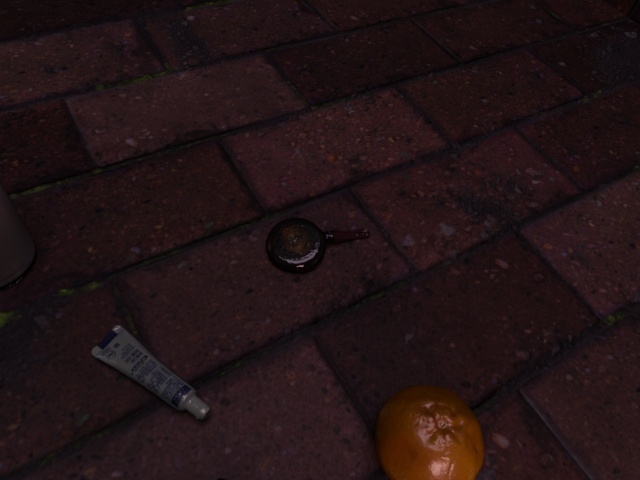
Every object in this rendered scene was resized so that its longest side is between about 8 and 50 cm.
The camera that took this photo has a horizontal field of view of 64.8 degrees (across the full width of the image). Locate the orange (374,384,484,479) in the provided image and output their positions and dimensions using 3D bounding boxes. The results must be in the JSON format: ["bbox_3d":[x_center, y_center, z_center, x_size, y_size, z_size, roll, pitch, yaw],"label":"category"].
[{"bbox_3d":[0.155,0.279,0.712,0.158,0.136,0.159,4,50,-5],"label":"orange"}]

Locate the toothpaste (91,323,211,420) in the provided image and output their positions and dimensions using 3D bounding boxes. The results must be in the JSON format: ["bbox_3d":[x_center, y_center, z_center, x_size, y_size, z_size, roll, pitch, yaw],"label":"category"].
[{"bbox_3d":[-0.253,0.203,0.766,0.216,0.037,0.062,29,55,17],"label":"toothpaste"}]

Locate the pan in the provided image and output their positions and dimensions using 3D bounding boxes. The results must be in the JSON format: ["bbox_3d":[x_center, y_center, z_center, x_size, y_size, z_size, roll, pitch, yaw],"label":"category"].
[{"bbox_3d":[0.001,-0.002,0.957,0.211,0.040,0.115,-11,62,-16],"label":"pan"}]

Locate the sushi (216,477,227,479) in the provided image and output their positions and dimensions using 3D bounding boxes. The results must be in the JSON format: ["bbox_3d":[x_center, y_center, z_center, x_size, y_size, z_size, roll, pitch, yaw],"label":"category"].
[{"bbox_3d":[-0.229,0.358,0.496,0.351,0.294,0.178,-5,59,-15],"label":"sushi"}]

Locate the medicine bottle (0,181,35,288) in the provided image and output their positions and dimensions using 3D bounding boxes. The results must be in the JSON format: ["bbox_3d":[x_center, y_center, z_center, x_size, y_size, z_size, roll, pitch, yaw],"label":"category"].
[{"bbox_3d":[-0.546,-0.044,0.762,0.143,0.258,0.144,4,53,-6],"label":"medicine bottle"}]
